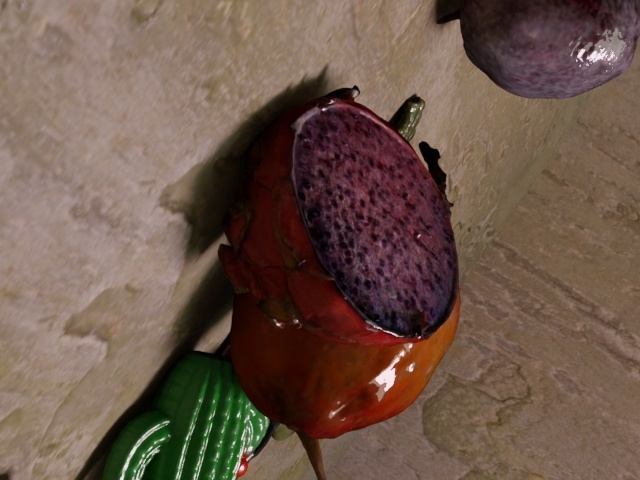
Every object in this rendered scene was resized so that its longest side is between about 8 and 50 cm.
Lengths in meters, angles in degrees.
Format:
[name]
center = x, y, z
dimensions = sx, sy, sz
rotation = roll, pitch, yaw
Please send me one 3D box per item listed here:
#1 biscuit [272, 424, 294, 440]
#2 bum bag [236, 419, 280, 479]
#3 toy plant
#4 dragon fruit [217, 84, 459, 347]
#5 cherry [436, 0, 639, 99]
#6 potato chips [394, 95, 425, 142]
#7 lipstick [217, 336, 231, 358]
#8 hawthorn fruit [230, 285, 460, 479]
[biscuit]
center = 0.018, 0.220, 2.193
dimensions = 0.322, 0.038, 0.099
rotation = -40, 164, -55
[bum bag]
center = -0.151, 0.245, 1.400
dimensions = 0.326, 0.080, 0.142
rotation = -41, 158, -12
[toy plant]
center = -0.136, 0.216, 1.282
dimensions = 0.240, 0.088, 0.154
rotation = -56, 135, -17
[dragon fruit]
center = -0.002, 0.001, 1.131
dimensions = 0.148, 0.218, 0.223
rotation = -28, -132, 34
[cherry]
center = 0.227, -0.225, 1.365
dimensions = 0.195, 0.195, 0.195
rotation = -53, 169, -15
[potato chips]
center = 0.059, -0.068, 1.527
dimensions = 0.207, 0.028, 0.092
rotation = -59, 168, 11
[lipstick]
center = -0.074, 0.092, 1.427
dimensions = 0.176, 0.027, 0.027
rotation = -56, 169, 1
[hawthorn fruit]
center = 0.018, 0.093, 1.270
dimensions = 0.210, 0.211, 0.262
rotation = 107, -3, -59
